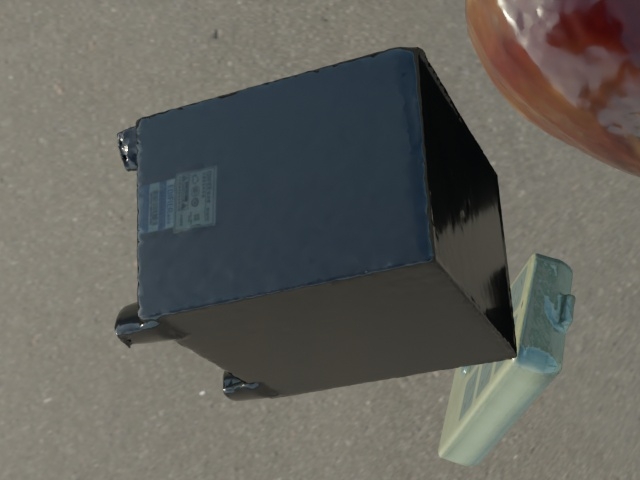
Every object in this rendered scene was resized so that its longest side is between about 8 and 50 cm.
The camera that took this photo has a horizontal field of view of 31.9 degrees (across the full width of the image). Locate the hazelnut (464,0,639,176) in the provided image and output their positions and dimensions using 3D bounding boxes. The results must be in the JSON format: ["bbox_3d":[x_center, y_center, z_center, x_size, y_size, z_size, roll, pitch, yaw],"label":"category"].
[{"bbox_3d":[0.352,-0.249,1.226,0.352,0.421,0.421,-38,78,-1],"label":"hazelnut"}]

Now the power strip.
[{"bbox_3d":[0.171,0.120,1.064,0.046,0.118,0.270,16,147,-2],"label":"power strip"}]

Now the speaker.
[{"bbox_3d":[0.000,0.000,0.876,0.254,0.232,0.184,-12,64,20],"label":"speaker"}]
